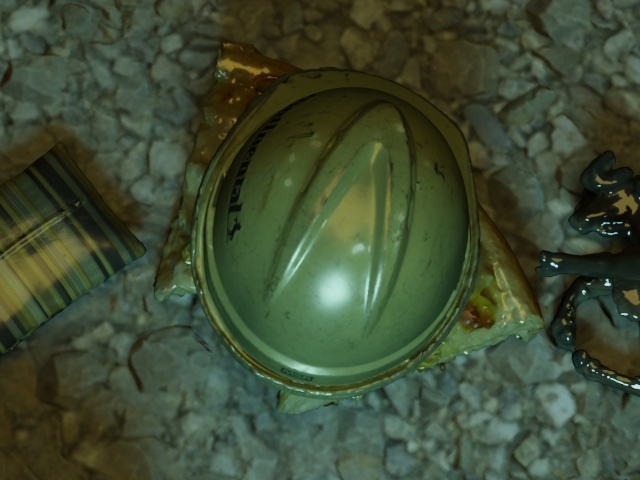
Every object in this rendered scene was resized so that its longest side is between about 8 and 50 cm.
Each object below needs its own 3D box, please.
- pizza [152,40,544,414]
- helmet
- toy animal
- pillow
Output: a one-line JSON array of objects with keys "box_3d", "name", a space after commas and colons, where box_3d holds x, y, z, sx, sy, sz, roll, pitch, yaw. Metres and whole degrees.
[{"box_3d": [0.000, 0.000, 1.414, 0.323, 0.089, 0.223, 42, 72, 9], "name": "pizza"}, {"box_3d": [0.023, -0.033, 1.309, 0.204, 0.137, 0.258, 15, 65, -5], "name": "helmet"}, {"box_3d": [0.249, 0.044, 1.415, 0.148, 0.084, 0.233, -31, 74, -13], "name": "toy animal"}, {"box_3d": [-0.239, 0.024, 1.413, 0.203, 0.038, 0.113, -37, 79, -14], "name": "pillow"}]
